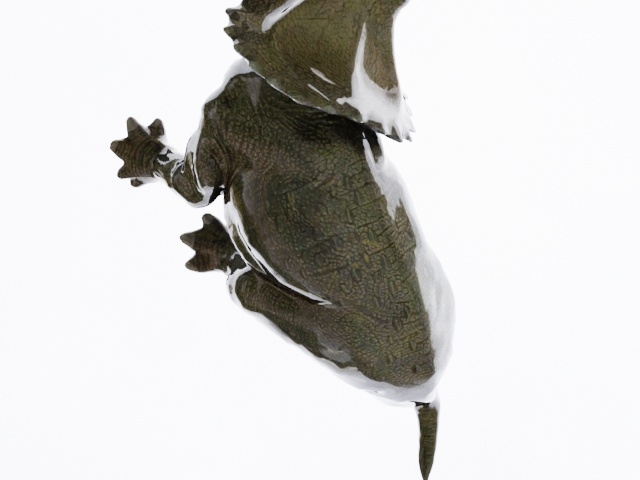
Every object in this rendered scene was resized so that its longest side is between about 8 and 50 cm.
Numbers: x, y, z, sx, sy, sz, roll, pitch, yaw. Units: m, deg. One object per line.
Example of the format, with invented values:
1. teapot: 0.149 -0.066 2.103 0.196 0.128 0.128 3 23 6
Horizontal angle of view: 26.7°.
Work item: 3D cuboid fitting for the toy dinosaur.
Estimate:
1. toy dinosaur: 0.000 0.000 0.595 0.160 0.121 0.313 25 -49 58
